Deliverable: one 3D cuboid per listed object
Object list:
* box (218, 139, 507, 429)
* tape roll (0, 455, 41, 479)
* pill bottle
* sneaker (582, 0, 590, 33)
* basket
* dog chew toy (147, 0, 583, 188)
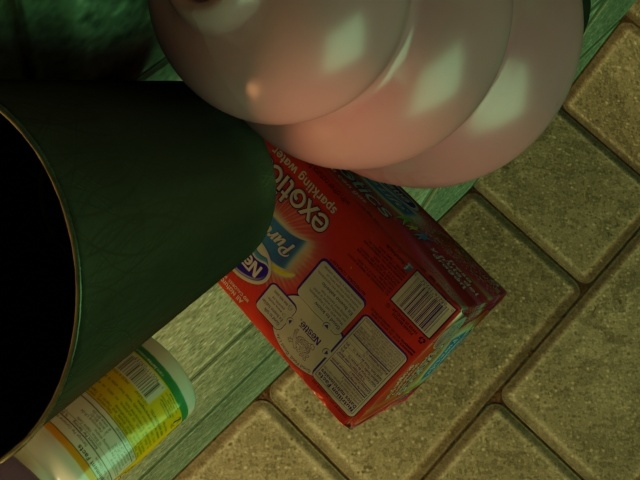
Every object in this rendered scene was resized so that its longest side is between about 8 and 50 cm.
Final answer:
[{"bbox_3d":[0.000,0.000,0.679,0.128,0.257,0.122,-50,162,19],"label":"box"},{"bbox_3d":[-0.260,0.274,0.646,0.090,0.275,0.275,-34,164,-48],"label":"tape roll"},{"bbox_3d":[-0.238,0.197,0.895,0.208,0.117,0.118,-41,169,-32],"label":"pill bottle"},{"bbox_3d":[0.272,-0.277,1.145,0.330,0.122,0.146,-42,171,-28],"label":"sneaker"},{"bbox_3d":[-0.127,-0.009,0.465,0.204,0.154,0.227,-50,174,29],"label":"basket"},{"bbox_3d":[0.029,-0.129,0.510,0.207,0.206,0.331,-51,162,23],"label":"dog chew toy"}]
